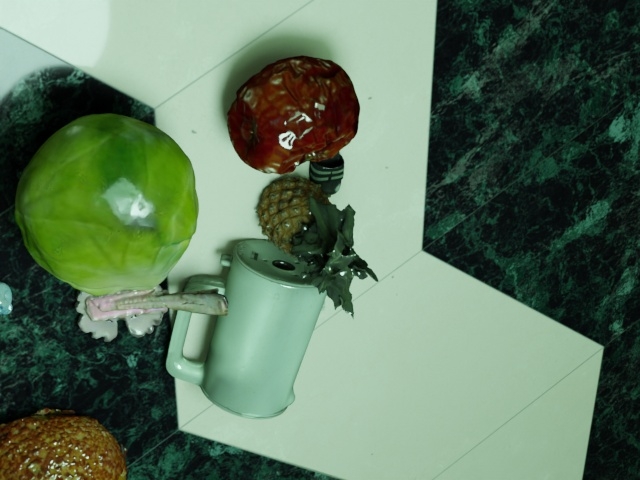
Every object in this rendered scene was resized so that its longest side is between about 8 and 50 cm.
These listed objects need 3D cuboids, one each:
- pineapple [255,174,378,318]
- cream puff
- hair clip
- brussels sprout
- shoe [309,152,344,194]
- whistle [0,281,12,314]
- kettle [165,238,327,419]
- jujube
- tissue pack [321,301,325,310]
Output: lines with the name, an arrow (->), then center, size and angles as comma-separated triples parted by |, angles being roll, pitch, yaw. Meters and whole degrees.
pineapple -> 0.003, -0.002, 2.018 | 0.165, 0.364, 0.165 | -10, 117, -21
cream puff -> -0.534, 0.503, 2.085 | 0.350, 0.228, 0.350 | -12, 119, -22
hair clip -> -0.320, 0.119, 2.047 | 0.300, 0.069, 0.173 | -2, 121, 6
brussels sprout -> -0.362, -0.069, 1.853 | 0.344, 0.268, 0.344 | -14, 143, -11
shoe -> 0.016, -0.163, 2.135 | 0.071, 0.049, 0.179 | -16, 123, -21
whistle -> -0.643, 0.054, 1.854 | 0.269, 0.093, 0.180 | 42, 67, -39
kettle -> -0.141, 0.178, 2.144 | 0.265, 0.205, 0.318 | 2, 118, -33
jujube -> -0.051, -0.232, 1.961 | 0.232, 0.213, 0.213 | -17, 124, -33
tissue pack -> -0.017, 0.108, 2.285 | 0.056, 0.023, 0.108 | -15, 122, -22
